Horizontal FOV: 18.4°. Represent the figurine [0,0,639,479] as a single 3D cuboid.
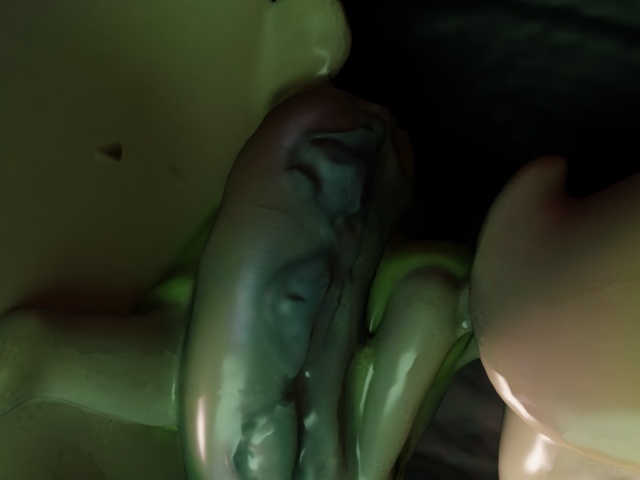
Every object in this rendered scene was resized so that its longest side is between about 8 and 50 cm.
[{"bbox_3d":[0.000,0.000,0.533,0.394,0.226,0.274,6,94,13],"label":"figurine"}]
